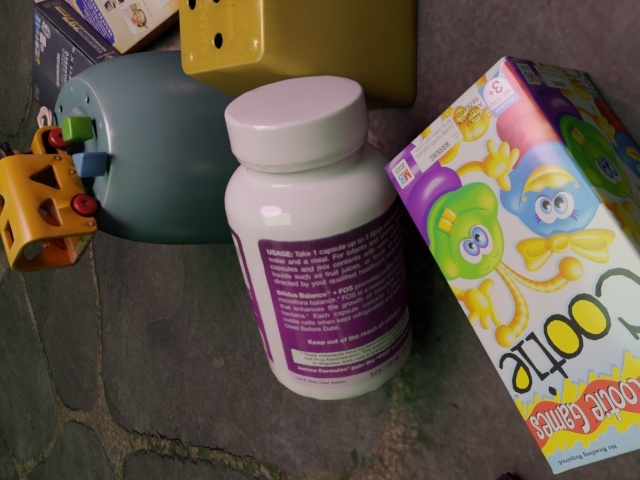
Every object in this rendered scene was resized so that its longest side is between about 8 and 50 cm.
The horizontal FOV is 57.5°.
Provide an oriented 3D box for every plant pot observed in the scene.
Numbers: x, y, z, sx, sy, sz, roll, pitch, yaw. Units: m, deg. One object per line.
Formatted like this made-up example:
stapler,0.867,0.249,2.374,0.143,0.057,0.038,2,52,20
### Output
plant pot,-0.036,-0.252,0.633,0.212,0.187,0.212,9,103,44
plant pot,-0.224,-0.127,0.815,0.293,0.235,0.292,9,102,45

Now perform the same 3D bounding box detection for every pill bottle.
pill bottle,0.000,0.000,0.588,0.169,0.169,0.301,24,135,41

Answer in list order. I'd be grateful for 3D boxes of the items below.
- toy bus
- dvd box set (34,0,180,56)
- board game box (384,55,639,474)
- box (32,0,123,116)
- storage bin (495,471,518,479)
toy bus,-0.354,-0.062,0.714,0.202,0.104,0.190,19,110,42
dvd box set,-0.362,-0.464,0.944,0.421,0.062,0.307,-10,114,47
board game box,0.199,0.012,0.466,0.144,0.142,0.275,-43,66,41
box,-0.445,-0.290,1.070,0.183,0.059,0.232,43,141,4
storage bin,0.162,0.336,0.574,0.084,0.122,0.180,36,121,36
